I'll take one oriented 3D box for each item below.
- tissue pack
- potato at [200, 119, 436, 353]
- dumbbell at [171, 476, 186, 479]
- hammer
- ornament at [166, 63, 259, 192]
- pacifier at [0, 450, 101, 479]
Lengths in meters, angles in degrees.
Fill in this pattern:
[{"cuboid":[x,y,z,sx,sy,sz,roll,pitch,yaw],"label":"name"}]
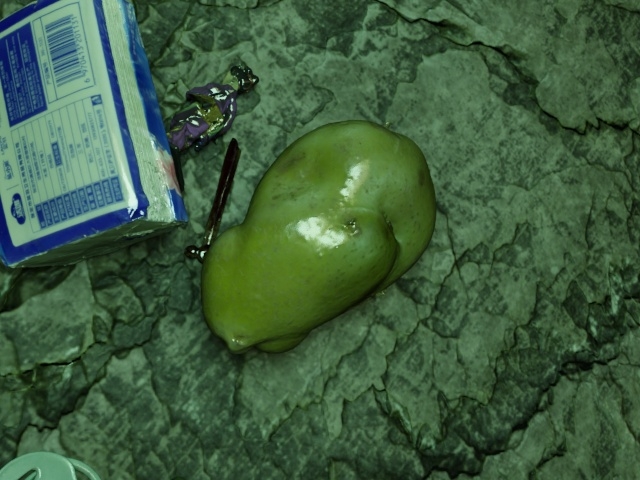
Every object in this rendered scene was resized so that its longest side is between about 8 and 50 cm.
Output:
[{"cuboid":[-0.273,-0.119,0.755,0.137,0.209,0.270,-1,74,-64],"label":"tissue pack"},{"cuboid":[-0.003,-0.003,0.825,0.202,0.218,0.351,30,70,31],"label":"potato"},{"cuboid":[-0.130,0.320,0.796,0.117,0.046,0.052,23,78,-14],"label":"dumbbell"},{"cuboid":[-0.129,-0.052,0.888,0.065,0.021,0.178,17,72,-15],"label":"hammer"},{"cuboid":[-0.161,-0.167,0.877,0.081,0.088,0.203,25,57,12],"label":"ornament"},{"cuboid":[-0.277,0.290,0.718,0.126,0.116,0.150,-30,85,-47],"label":"pacifier"}]
